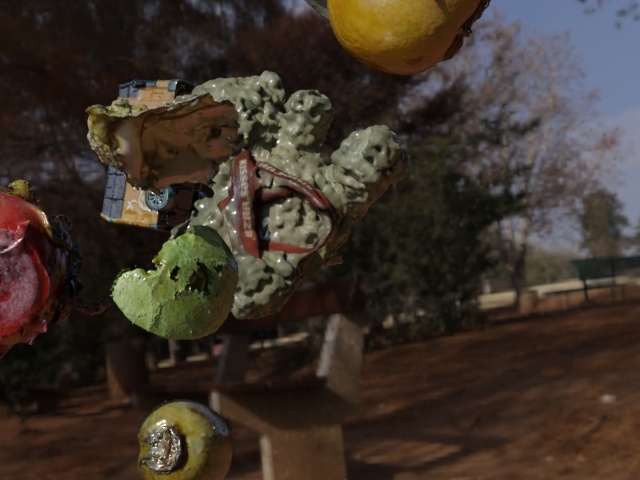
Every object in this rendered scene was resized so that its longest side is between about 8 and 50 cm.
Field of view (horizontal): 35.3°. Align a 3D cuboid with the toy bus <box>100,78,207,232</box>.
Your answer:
[{"bbox_3d":[-0.350,-0.182,2.187,0.194,0.323,0.162,6,-2,30],"label":"toy bus"}]

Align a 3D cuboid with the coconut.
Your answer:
[{"bbox_3d":[-0.142,0.049,1.114,0.055,0.133,0.158,-13,29,49],"label":"coconut"}]

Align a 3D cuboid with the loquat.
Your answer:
[{"bbox_3d":[0.072,-0.211,0.863,0.141,0.141,0.141,-6,-7,-1],"label":"loquat"}]

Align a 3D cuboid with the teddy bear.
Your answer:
[{"bbox_3d":[-0.105,-0.100,1.488,0.357,0.367,0.224,-46,-11,-8],"label":"teddy bear"}]

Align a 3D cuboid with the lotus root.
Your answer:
[{"bbox_3d":[-0.208,0.329,1.600,0.154,0.154,0.278,-6,-12,2],"label":"lotus root"}]

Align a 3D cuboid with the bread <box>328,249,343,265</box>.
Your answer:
[{"bbox_3d":[0.000,0.000,1.612,0.070,0.083,0.035,3,-13,-33],"label":"bread"}]

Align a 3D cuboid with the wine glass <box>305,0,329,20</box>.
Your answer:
[{"bbox_3d":[0.115,-0.486,1.271,0.267,0.406,0.267,11,-35,8],"label":"wine glass"}]

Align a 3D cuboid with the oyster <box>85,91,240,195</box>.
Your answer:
[{"bbox_3d":[-0.172,-0.111,1.098,0.209,0.072,0.133,-25,-36,-43],"label":"oyster"}]

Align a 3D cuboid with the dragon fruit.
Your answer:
[{"bbox_3d":[-0.482,0.030,1.437,0.269,0.250,0.291,-26,18,-17],"label":"dragon fruit"}]
